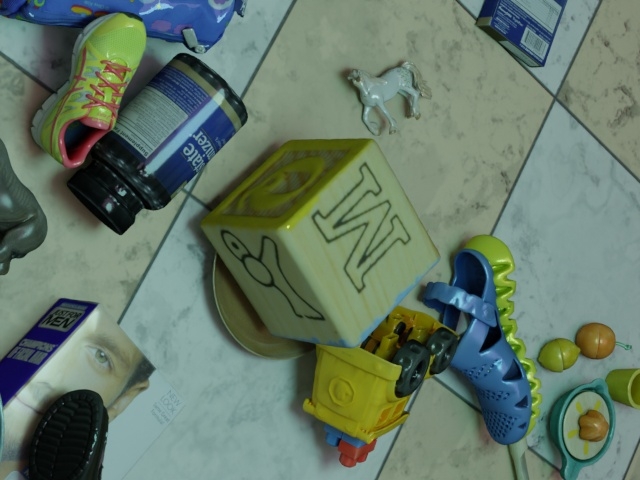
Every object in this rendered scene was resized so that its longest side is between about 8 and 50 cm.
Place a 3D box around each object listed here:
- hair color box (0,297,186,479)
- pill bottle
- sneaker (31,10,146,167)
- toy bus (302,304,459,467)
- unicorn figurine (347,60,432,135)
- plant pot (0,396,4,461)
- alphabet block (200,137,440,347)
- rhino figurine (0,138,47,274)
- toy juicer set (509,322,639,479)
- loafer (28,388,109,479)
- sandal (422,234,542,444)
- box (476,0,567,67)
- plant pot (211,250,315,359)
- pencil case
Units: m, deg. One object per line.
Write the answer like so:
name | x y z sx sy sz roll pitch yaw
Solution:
hair color box | -0.340 0.251 1.668 0.339 0.110 0.185 -50 119 -26
pill bottle | -0.203 -0.116 1.730 0.219 0.123 0.123 -48 119 -11
sneaker | -0.260 -0.172 1.655 0.081 0.094 0.208 15 117 -38
toy bus | 0.078 0.204 1.962 0.220 0.149 0.211 -17 125 -58
unicorn figurine | 0.091 -0.209 2.008 0.162 0.060 0.111 -40 116 -47
plant pot | -0.504 0.199 1.472 0.290 0.195 0.290 2 87 -31
alphabet block | 0.000 0.000 1.822 0.193 0.192 0.197 -45 119 -29
rhino figurine | -0.401 -0.073 1.623 0.106 0.073 0.243 -38 113 -26
toy juicer set | 0.405 0.267 2.249 0.329 0.089 0.209 -43 117 -27
loafer | -0.289 0.279 1.606 0.078 0.080 0.220 35 67 -68
sandal | 0.233 0.159 2.101 0.138 0.126 0.317 -19 96 -32
box | 0.332 -0.399 2.187 0.136 0.036 0.225 30 76 -35
plant pot | -0.056 0.044 1.920 0.236 0.032 0.236 -3 95 -38
pencil case | -0.245 -0.302 1.696 0.306 0.119 0.133 6 61 -36
